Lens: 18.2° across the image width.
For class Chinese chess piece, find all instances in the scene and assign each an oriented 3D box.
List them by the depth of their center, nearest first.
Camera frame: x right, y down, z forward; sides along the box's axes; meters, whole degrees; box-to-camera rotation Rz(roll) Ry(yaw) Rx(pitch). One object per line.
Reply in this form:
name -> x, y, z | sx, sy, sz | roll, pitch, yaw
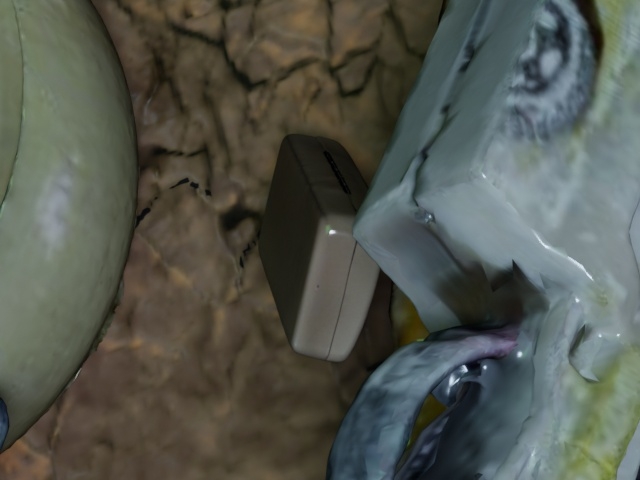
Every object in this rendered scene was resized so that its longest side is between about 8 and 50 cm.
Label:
Chinese chess piece -> -0.186, -0.020, 0.725 | 0.249, 0.103, 0.250 | -6, 72, 18

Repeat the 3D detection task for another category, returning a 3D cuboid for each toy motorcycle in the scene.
toy motorcycle -> 0.123, -0.007, 0.542 | 0.108, 0.223, 0.341 | -26, 36, 55

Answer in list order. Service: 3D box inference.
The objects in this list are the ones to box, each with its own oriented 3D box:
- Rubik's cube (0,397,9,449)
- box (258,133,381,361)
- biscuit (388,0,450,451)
Rubik's cube -> -0.236, 0.127, 0.529 | 0.228, 0.233, 0.229 | 28, 104, -16
box -> 0.000, 0.000, 0.641 | 0.025, 0.115, 0.048 | 9, 104, -9
biscuit -> 0.051, 0.086, 0.598 | 0.054, 0.094, 0.379 | 2, 72, 33
